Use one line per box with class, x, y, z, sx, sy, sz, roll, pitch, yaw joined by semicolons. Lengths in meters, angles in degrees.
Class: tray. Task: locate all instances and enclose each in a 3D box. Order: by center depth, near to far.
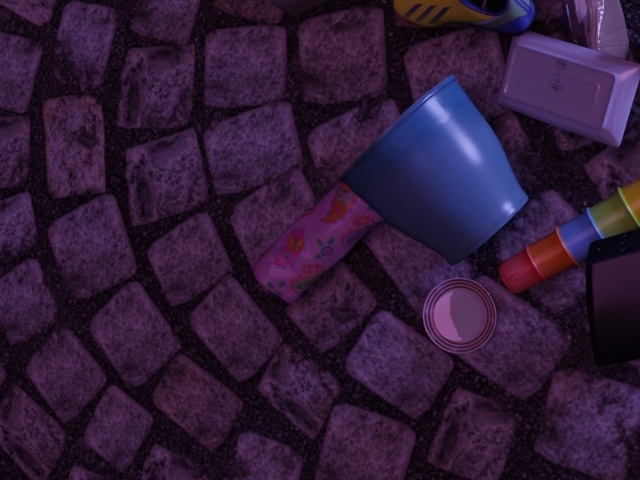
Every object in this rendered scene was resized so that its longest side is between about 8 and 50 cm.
tray;0.416;-0.268;1.746;0.270;0.030;0.145;30;116;42

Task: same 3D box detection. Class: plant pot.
plant pot;0.520;0.079;1.643;0.187;0.188;0.167;-17;102;23
plant pot;0.218;-0.107;1.783;0.272;0.271;0.255;-43;88;17

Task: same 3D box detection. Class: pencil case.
pencil case;0.000;0.000;1.942;0.284;0.124;0.124;-44;73;17

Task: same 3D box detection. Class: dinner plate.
dinner plate;0.259;0.139;1.875;0.141;0.017;0.141;-1;88;23

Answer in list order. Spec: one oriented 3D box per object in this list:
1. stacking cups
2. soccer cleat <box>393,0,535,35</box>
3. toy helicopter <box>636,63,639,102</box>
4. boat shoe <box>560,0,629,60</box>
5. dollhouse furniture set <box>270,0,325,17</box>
stacking cups;0.454;-0.013;1.755;0.316;0.096;0.096;-29;77;21
soccer cleat;0.248;-0.438;1.820;0.289;0.121;0.093;17;80;35
toy helicopter;0.698;-0.263;1.634;0.355;0.140;0.235;-9;86;20
boat shoe;0.466;-0.389;1.762;0.092;0.103;0.285;-5;98;47
dollhouse furniture set;-0.002;-0.684;1.885;0.394;0.256;0.362;-23;79;21
